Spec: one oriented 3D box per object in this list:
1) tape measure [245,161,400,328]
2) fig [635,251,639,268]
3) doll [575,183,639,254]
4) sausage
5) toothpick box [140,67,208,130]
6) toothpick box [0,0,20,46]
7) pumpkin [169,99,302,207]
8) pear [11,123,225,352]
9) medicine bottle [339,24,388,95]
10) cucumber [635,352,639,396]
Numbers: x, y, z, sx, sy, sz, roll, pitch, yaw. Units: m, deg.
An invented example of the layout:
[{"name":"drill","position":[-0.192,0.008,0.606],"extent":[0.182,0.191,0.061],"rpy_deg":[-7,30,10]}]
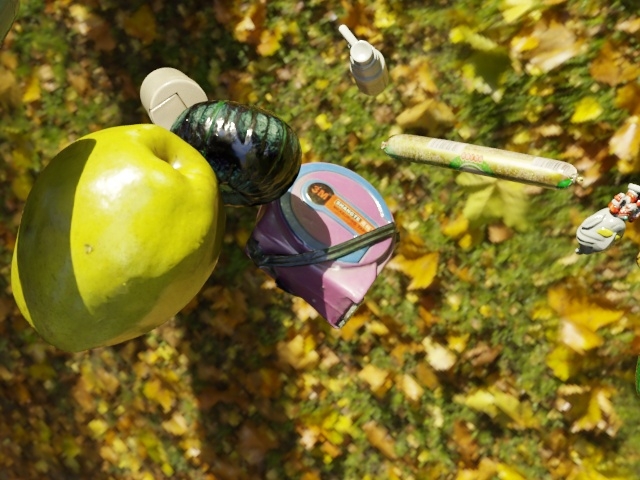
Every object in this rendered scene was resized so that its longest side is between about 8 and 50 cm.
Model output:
[{"name":"tape measure","position":[0.000,0.000,1.633],"extent":[0.232,0.245,0.149],"rpy_deg":[36,140,5]},{"name":"fig","position":[0.417,0.007,1.108],"extent":[0.151,0.259,0.151],"rpy_deg":[35,140,36]},{"name":"doll","position":[0.538,-0.033,1.863],"extent":[0.094,0.079,0.180],"rpy_deg":[24,121,-28]},{"name":"sausage","position":[0.170,-0.090,1.112],"extent":[0.269,0.033,0.032],"rpy_deg":[16,131,42]},{"name":"toothpick box","position":[-0.280,-0.264,1.908],"extent":[0.180,0.111,0.111],"rpy_deg":[-133,20,-66]},{"name":"toothpick box","position":[-0.384,-0.198,0.992],"extent":[0.120,0.184,0.120],"rpy_deg":[10,148,6]},{"name":"pumpkin","position":[-0.124,-0.128,1.447],"extent":[0.202,0.140,0.202],"rpy_deg":[10,160,4]},{"name":"pear","position":[-0.255,0.000,1.253],"extent":[0.253,0.253,0.307],"rpy_deg":[39,114,14]},{"name":"medicine bottle","position":[0.073,-0.314,1.738],"extent":[0.092,0.061,0.221],"rpy_deg":[54,-176,7]},{"name":"cucumber","position":[0.492,0.118,1.398],"extent":[0.069,0.227,0.069],"rpy_deg":[19,175,2]}]
